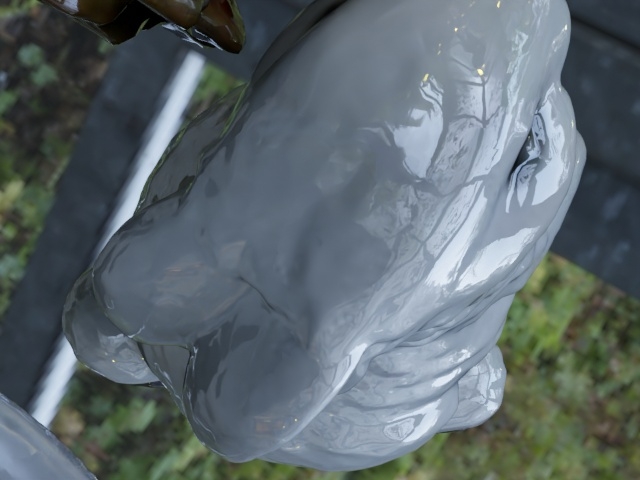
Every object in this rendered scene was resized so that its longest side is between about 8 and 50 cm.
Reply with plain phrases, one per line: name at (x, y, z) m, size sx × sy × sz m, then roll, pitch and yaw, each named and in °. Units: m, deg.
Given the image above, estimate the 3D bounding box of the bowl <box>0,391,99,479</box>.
bowl at (-0.192, 0.185, 0.416) m, size 0.345 × 0.345 × 0.157 m, roll -26°, pitch 162°, yaw -46°

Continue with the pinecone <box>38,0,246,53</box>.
pinecone at (-0.105, -0.266, 0.632) m, size 0.398 × 0.398 × 0.397 m, roll -39°, pitch 146°, yaw -33°

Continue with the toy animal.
toy animal at (0.000, 0.000, 0.693) m, size 0.258 × 0.194 × 0.357 m, roll -27°, pitch 170°, yaw -3°
